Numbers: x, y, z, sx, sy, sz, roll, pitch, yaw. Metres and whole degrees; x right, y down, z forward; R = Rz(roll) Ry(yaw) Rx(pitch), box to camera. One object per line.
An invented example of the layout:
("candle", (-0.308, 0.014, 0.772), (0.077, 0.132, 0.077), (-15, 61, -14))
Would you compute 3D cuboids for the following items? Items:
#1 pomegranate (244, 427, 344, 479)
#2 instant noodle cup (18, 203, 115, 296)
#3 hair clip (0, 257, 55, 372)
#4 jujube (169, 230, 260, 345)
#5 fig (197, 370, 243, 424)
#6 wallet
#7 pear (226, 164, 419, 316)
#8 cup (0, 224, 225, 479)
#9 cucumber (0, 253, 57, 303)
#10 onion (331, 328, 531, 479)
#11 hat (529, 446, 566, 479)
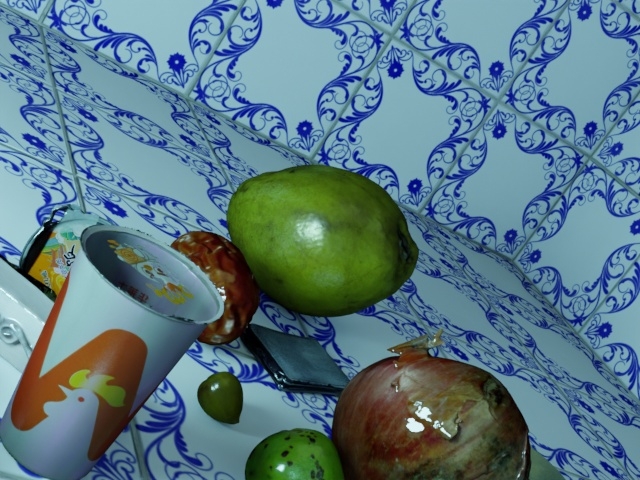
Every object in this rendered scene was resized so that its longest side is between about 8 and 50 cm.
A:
("pomegranate", (-0.039, 0.341, 1.444), (0.169, 0.143, 0.122), (-91, 169, -52))
("instant noodle cup", (-0.392, 0.035, 1.615), (0.177, 0.208, 0.125), (0, 12, -17))
("hair clip", (-0.394, 0.141, 1.412), (0.331, 0.101, 0.085), (39, 13, 7))
("jujube", (-0.201, 0.083, 1.814), (0.174, 0.174, 0.250), (23, 17, -34))
("fig", (-0.154, 0.252, 1.598), (0.088, 0.074, 0.074), (66, 19, 0))
("wallet", (-0.041, 0.233, 1.935), (0.222, 0.036, 0.167), (17, 23, -49))
("pear", (0.000, 0.000, 2.160), (0.413, 0.352, 0.352), (21, 10, 24))
("cup", (-0.275, 0.150, 1.258), (0.203, 0.288, 0.203), (31, 17, -11))
("cucumber", (-0.531, 0.023, 1.514), (0.300, 0.072, 0.072), (35, 16, 8))
("onion", (0.171, 0.319, 1.563), (0.353, 0.354, 0.353), (31, 16, -10))
("hat", (0.334, 0.462, 1.830), (0.257, 0.130, 0.257), (31, 16, -10))
